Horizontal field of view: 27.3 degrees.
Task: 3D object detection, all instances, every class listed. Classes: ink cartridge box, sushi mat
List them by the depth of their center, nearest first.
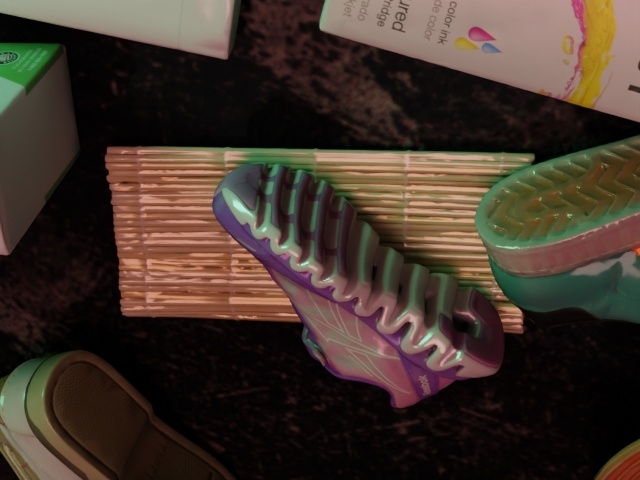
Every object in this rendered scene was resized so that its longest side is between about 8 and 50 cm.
[{"bbox_3d":[0.162,-0.194,0.780,0.278,0.117,0.201,16,121,-1],"label":"ink cartridge box"},{"bbox_3d":[-0.297,-0.069,0.903,0.219,0.160,0.092,2,120,9],"label":"ink cartridge box"},{"bbox_3d":[0.000,0.000,0.975,0.316,0.019,0.151,2,119,9],"label":"sushi mat"}]

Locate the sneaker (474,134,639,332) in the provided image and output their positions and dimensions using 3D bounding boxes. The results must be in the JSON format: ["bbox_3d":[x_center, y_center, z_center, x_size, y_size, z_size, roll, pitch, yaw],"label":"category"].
[{"bbox_3d":[0.263,-0.009,0.879,0.302,0.108,0.121,-11,133,21],"label":"sneaker"}]

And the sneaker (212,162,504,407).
[{"bbox_3d":[0.013,0.042,0.936,0.236,0.095,0.104,36,126,-13],"label":"sneaker"}]

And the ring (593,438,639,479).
[{"bbox_3d":[0.366,0.201,0.964,0.336,0.032,0.336,7,144,5],"label":"ring"}]

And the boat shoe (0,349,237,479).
[{"bbox_3d":[-0.153,0.209,1.077,0.103,0.113,0.302,-13,121,39],"label":"boat shoe"}]

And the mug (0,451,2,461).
[{"bbox_3d":[-0.337,0.177,1.084,0.158,0.097,0.129,-32,110,25],"label":"mug"}]

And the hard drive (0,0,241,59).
[{"bbox_3d":[-0.214,-0.262,0.844,0.353,0.047,0.233,12,121,2],"label":"hard drive"}]
